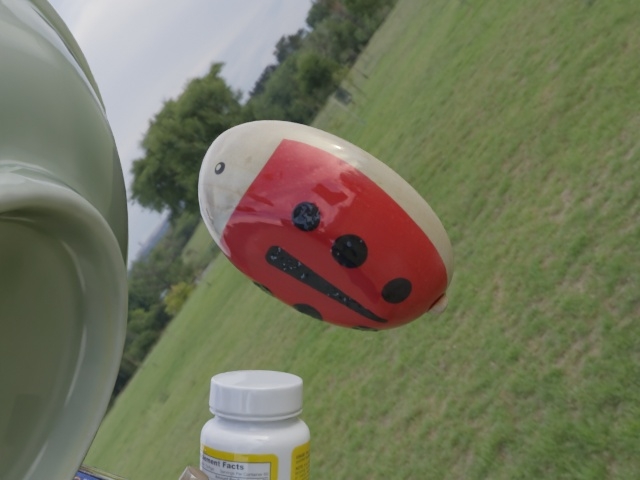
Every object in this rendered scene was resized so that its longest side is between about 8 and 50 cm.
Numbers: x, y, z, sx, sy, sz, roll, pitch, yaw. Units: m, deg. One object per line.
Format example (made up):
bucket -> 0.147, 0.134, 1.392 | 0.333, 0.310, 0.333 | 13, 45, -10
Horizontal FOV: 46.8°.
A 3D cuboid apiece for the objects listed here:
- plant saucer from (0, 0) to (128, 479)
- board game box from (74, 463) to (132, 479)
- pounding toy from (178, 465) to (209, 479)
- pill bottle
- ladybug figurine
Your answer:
plant saucer -> -0.187, 0.062, 0.330 | 0.400, 0.100, 0.401 | 18, -90, -75
board game box -> -0.222, 0.259, 0.752 | 0.243, 0.165, 0.042 | 70, -144, -65
pounding toy -> -0.087, 0.256, 0.364 | 0.237, 0.110, 0.183 | 43, 105, 40
pill bottle -> -0.070, 0.251, 0.790 | 0.119, 0.119, 0.209 | -178, 90, -81
ladybug figurine -> 0.000, 0.000, 1.141 | 0.305, 0.449, 0.162 | -61, -1, 42
